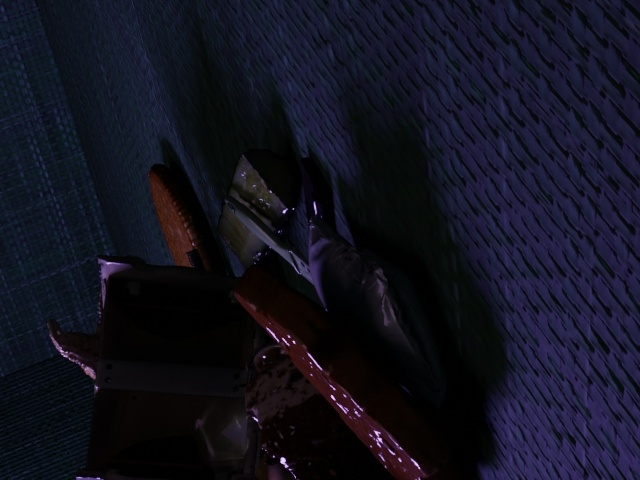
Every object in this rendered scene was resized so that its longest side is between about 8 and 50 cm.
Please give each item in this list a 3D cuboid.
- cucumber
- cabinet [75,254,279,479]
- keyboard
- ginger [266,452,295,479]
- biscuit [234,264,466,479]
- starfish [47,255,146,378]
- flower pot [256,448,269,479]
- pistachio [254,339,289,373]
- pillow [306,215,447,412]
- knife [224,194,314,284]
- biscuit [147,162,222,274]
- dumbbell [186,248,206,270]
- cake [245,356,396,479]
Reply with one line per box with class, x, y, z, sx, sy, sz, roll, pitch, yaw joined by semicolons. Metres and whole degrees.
cucumber;-0.054;-0.037;1.442;0.078;0.062;0.211;49;158;8
cabinet;-0.172;0.194;1.733;0.318;0.227;0.290;110;165;-70
keyboard;0.000;0.000;1.344;0.195;0.018;0.060;85;166;-54
ginger;0.011;0.348;1.679;0.263;0.109;0.116;66;165;9
biscuit;0.045;0.140;1.174;0.284;0.043;0.306;39;168;43
starfish;-0.263;0.178;1.986;0.299;0.060;0.302;-17;-92;-57
flower pot;-0.099;0.309;1.970;0.195;0.195;0.179;64;-179;23
pistachio;-0.024;0.158;1.531;0.113;0.113;0.149;67;161;10
pillow;0.041;0.056;1.162;0.128;0.051;0.229;70;168;-17
knife;-0.029;0.013;1.357;0.207;0.014;0.030;41;155;30
biscuit;-0.201;0.017;2.224;0.305;0.038;0.305;61;166;27
dumbbell;-0.143;0.132;2.056;0.081;0.082;0.254;163;85;-78
cake;0.052;0.204;1.413;0.246;0.135;0.112;42;-163;-32
